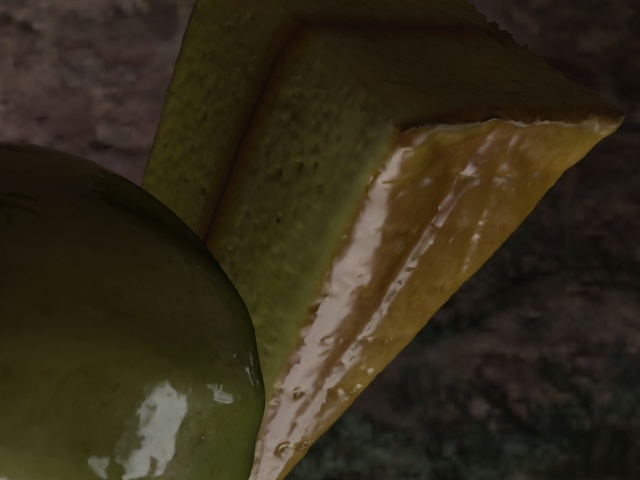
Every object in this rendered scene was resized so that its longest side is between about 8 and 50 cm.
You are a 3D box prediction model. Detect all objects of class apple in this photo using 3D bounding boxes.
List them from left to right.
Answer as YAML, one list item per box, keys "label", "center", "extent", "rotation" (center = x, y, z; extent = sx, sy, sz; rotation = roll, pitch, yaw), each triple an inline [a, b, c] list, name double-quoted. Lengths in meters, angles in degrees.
- label: "apple"
  center: [-0.169, 0.075, 0.943]
  extent: [0.279, 0.279, 0.279]
  rotation: [-4, -158, 1]

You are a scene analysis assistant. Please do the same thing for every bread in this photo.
- label: "bread"
  center: [0.000, 0.000, 1.206]
  extent: [0.245, 0.362, 0.233]
  rotation: [-4, -143, -43]
